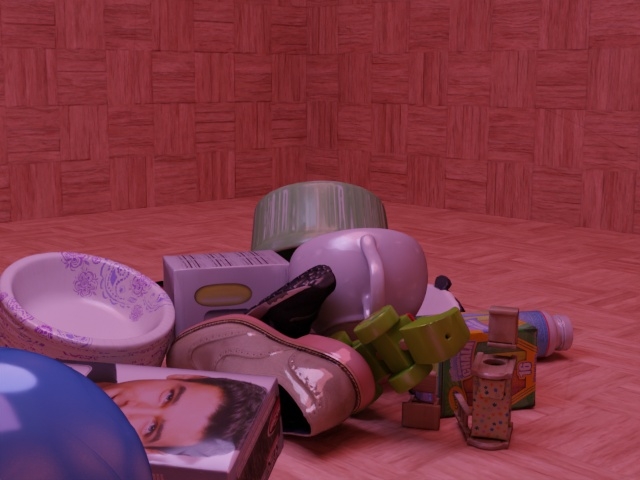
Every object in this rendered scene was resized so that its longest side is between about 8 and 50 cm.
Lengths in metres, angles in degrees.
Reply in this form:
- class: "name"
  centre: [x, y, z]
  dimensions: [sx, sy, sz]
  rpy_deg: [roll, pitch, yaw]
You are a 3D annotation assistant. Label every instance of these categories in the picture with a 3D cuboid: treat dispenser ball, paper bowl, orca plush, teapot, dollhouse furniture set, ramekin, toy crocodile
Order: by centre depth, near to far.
- class: "treat dispenser ball"
  centre: [-0.282, 0.232, 0.803]
  dimensions: [0.288, 0.288, 0.288]
  rpy_deg: [0, 10, 0]
- class: "dollhouse furniture set"
  centre: [0.195, 0.189, 1.379]
  dimensions: [0.160, 0.182, 0.101]
  rpy_deg: [3, 10, 15]
- class: "toy crocodile"
  centre: [0.083, 0.169, 1.430]
  dimensions: [0.105, 0.115, 0.340]
  rpy_deg: [-36, 0, -37]
- class: "paper bowl"
  centre: [-0.388, 0.148, 1.563]
  dimensions: [0.284, 0.148, 0.284]
  rpy_deg: [17, 22, -7]
- class: "teapot"
  centre: [0.067, 0.100, 1.598]
  dimensions: [0.252, 0.187, 0.256]
  rpy_deg: [-20, -27, 34]
- class: "orca plush"
  centre: [0.204, 0.157, 1.967]
  dimensions: [0.287, 0.102, 0.151]
  rpy_deg: [-4, 49, 47]
- class: "ramekin"
  centre: [0.000, 0.000, 1.969]
  dimensions: [0.303, 0.148, 0.303]
  rpy_deg: [-1, -24, 0]

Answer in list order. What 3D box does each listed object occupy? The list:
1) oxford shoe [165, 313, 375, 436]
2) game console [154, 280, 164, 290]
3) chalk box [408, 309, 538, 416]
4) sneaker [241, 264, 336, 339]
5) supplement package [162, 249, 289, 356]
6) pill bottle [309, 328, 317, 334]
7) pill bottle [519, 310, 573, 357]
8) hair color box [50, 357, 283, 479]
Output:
- class: "oxford shoe"
  centre: [-0.115, 0.205, 1.440]
  dimensions: [0.397, 0.141, 0.146]
  rpy_deg: [-1, 23, 42]
- class: "game console"
  centre: [-0.146, 0.116, 2.220]
  dimensions: [0.386, 0.060, 0.342]
  rpy_deg: [-7, 8, -38]
- class: "chalk box"
  centre: [0.216, 0.192, 1.521]
  dimensions: [0.213, 0.133, 0.132]
  rpy_deg: [-4, 10, -18]
- class: "sneaker"
  centre: [-0.044, 0.136, 1.521]
  dimensions: [0.107, 0.124, 0.283]
  rpy_deg: [-33, -2, -41]
- class: "supplement package"
  centre: [-0.167, 0.126, 1.704]
  dimensions: [0.203, 0.194, 0.149]
  rpy_deg: [-3, 9, -16]
- class: "pill bottle"
  centre: [-0.013, 0.128, 1.923]
  dimensions: [0.208, 0.119, 0.119]
  rpy_deg: [0, 10, -2]
- class: "pill bottle"
  centre: [0.374, 0.172, 1.764]
  dimensions: [0.160, 0.087, 0.087]
  rpy_deg: [-2, 10, -13]
- class: "hair color box"
  centre: [-0.249, 0.241, 1.148]
  dimensions: [0.374, 0.114, 0.185]
  rpy_deg: [3, 27, 14]
